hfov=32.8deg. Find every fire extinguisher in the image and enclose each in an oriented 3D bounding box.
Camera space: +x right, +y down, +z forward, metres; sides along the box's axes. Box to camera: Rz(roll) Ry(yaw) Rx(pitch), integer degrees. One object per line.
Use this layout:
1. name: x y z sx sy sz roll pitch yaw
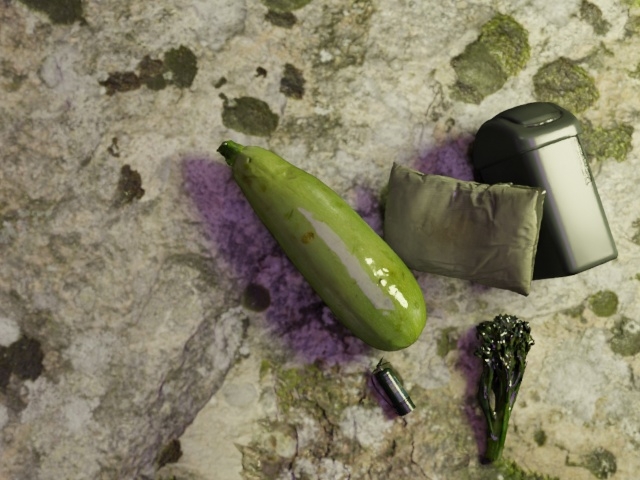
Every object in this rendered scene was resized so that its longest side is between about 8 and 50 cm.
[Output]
1. fire extinguisher: 0.096 0.203 1.498 0.038 0.025 0.083 -32 89 13

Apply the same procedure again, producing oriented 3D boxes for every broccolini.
1. broccolini: 0.257 0.202 1.502 0.091 0.068 0.203 1 84 -27

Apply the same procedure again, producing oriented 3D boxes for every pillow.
1. pillow: 0.184 -0.017 1.451 0.229 0.050 0.148 12 101 33

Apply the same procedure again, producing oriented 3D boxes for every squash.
1. squash: 0.006 -0.004 1.465 0.118 0.118 0.370 -41 86 -10

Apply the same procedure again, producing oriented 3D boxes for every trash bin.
1. trash bin: 0.300 -0.069 1.480 0.101 0.177 0.236 -20 90 -18
